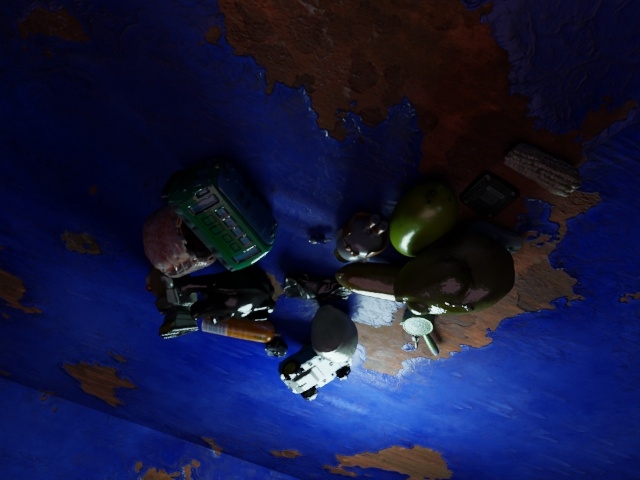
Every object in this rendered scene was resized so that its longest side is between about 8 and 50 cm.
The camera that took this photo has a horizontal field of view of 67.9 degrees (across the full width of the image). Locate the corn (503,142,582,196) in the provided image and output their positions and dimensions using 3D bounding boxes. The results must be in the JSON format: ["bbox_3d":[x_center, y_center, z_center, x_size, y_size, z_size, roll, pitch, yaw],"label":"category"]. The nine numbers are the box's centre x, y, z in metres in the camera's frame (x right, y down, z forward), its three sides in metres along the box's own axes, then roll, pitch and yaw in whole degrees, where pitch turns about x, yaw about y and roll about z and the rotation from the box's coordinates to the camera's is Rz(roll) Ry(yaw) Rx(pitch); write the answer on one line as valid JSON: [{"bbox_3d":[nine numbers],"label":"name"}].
[{"bbox_3d":[0.567,-0.187,1.224,0.211,0.087,0.087,28,132,-5],"label":"corn"}]

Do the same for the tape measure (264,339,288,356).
[{"bbox_3d":[-0.186,0.455,2.005,0.094,0.054,0.091,2,139,14],"label":"tape measure"}]

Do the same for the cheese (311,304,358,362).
[{"bbox_3d":[0.058,0.357,1.771,0.155,0.198,0.189,-14,137,21],"label":"cheese"}]

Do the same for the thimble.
[{"bbox_3d":[-0.439,-0.007,1.514,0.162,0.239,0.239,-18,126,27],"label":"thimble"}]

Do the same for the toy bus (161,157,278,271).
[{"bbox_3d":[-0.282,-0.085,1.437,0.200,0.183,0.343,-21,126,24],"label":"toy bus"}]

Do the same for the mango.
[{"bbox_3d":[0.290,-0.054,1.371,0.175,0.143,0.293,9,144,-6],"label":"mango"}]

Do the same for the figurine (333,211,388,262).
[{"bbox_3d":[0.113,0.006,1.460,0.143,0.143,0.271,30,133,-15],"label":"figurine"}]

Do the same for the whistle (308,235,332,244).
[{"bbox_3d":[0.000,0.000,1.559,0.083,0.029,0.033,-3,168,22],"label":"whistle"}]

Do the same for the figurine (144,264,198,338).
[{"bbox_3d":[-0.532,0.197,1.710,0.167,0.284,0.342,-4,166,-36],"label":"figurine"}]

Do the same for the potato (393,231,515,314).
[{"bbox_3d":[0.380,0.109,1.378,0.351,0.202,0.218,-23,96,10],"label":"potato"}]

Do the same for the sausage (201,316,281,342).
[{"bbox_3d":[-0.312,0.350,1.912,0.312,0.093,0.093,10,134,3],"label":"sausage"}]

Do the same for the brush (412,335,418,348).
[{"bbox_3d":[0.371,0.396,1.853,0.024,0.008,0.083,-5,131,13],"label":"brush"}]

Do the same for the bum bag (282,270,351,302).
[{"bbox_3d":[-0.011,0.173,1.699,0.249,0.060,0.123,8,133,5],"label":"bum bag"}]

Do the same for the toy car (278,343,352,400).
[{"bbox_3d":[-0.019,0.497,1.942,0.314,0.166,0.198,-33,125,2],"label":"toy car"}]

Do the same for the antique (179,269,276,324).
[{"bbox_3d":[-0.310,0.202,1.682,0.255,0.185,0.322,-11,163,11],"label":"antique"}]

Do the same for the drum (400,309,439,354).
[{"bbox_3d":[0.404,0.336,1.762,0.130,0.049,0.253,-31,120,34],"label":"drum"}]

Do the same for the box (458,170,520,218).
[{"bbox_3d":[0.472,-0.123,1.336,0.126,0.027,0.125,28,132,-13],"label":"box"}]

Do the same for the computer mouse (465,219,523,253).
[{"bbox_3d":[0.524,0.002,1.422,0.182,0.056,0.089,18,138,-5],"label":"computer mouse"}]

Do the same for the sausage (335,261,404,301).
[{"bbox_3d":[0.297,0.142,1.549,0.501,0.123,0.136,5,168,9],"label":"sausage"}]
